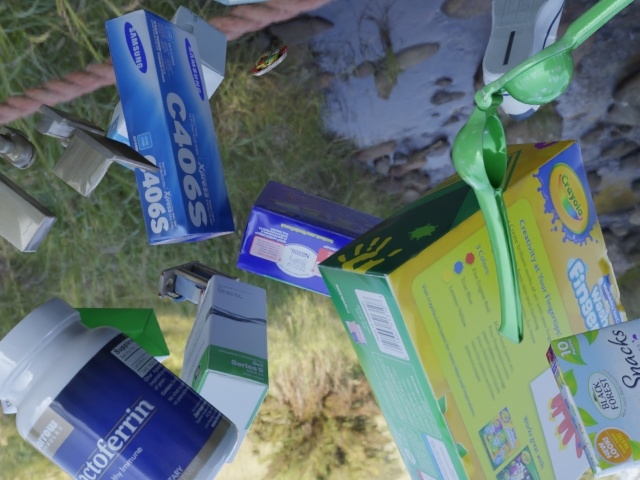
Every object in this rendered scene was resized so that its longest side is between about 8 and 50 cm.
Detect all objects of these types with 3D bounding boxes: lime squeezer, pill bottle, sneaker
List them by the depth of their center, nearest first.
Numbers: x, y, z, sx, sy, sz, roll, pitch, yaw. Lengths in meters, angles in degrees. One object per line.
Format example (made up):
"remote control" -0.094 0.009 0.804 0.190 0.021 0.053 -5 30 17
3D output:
"lime squeezer" 0.154 -0.083 0.464 0.058 0.110 0.310 -2 122 -44
"pill bottle" -0.236 0.193 0.755 0.153 0.264 0.153 -51 -179 1
"sneaker" 0.272 -0.266 0.896 0.094 0.258 0.091 5 144 34

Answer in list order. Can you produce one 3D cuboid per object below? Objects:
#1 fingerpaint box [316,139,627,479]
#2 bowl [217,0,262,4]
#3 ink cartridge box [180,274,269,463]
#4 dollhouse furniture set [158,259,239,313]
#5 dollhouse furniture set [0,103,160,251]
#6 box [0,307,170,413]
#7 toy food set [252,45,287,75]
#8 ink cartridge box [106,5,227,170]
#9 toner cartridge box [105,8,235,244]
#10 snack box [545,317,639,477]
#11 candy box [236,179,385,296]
"fingerpaint box" 0.251 0.137 0.957 0.371 0.445 0.163 -33 -159 -26
"bowl" -0.192 -0.608 1.361 0.163 0.312 0.311 -30 166 -9
"ink cartridge box" -0.188 0.236 1.289 0.121 0.289 0.211 17 119 -15
"dollhouse furniture set" -0.288 0.162 1.544 0.129 0.184 0.129 20 -161 26
"dollhouse furniture set" -0.313 -0.072 0.809 0.151 0.144 0.123 -55 172 5
"box" -0.497 0.250 1.411 0.231 0.127 0.262 -35 158 25
"toy food set" -0.098 -0.345 1.290 0.082 0.020 0.083 -17 -151 35
"ink cartridge box" -0.340 -0.326 1.486 0.129 0.223 0.307 29 121 -25
"toner cartridge box" -0.236 -0.172 1.082 0.075 0.348 0.165 -12 179 17
"snack box" 0.256 0.108 0.501 0.141 0.100 0.037 -15 149 3
"candy box" 0.000 0.000 1.261 0.268 0.122 0.317 18 -167 -3
